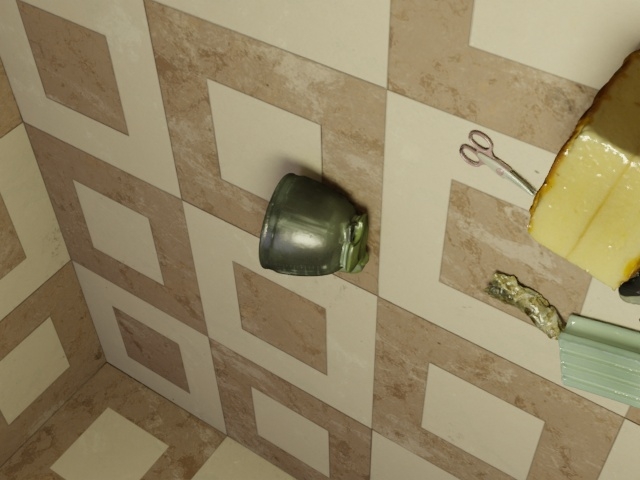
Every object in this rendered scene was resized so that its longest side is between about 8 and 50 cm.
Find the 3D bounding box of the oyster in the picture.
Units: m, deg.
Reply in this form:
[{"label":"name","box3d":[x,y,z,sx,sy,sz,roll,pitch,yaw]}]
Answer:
[{"label":"oyster","box3d":[0.448,0.142,1.886,0.200,0.061,0.106,21,140,29]}]

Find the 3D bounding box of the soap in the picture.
[{"label":"soap","box3d":[0.642,0.265,1.804,0.265,0.087,0.160,15,137,34]}]

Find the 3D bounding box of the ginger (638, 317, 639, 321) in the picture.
[{"label":"ginger","box3d":[0.706,0.161,1.633,0.204,0.080,0.104,4,136,40]}]

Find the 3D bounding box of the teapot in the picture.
[{"label":"teapot","box3d":[-0.008,0.012,2.054,0.239,0.239,0.321,17,135,12]}]

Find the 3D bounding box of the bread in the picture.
[{"label":"bread","box3d":[0.492,-0.113,1.367,0.207,0.279,0.279,33,146,14]}]

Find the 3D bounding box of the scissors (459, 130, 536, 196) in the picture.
[{"label":"scissors","box3d":[0.354,-0.143,1.700,0.176,0.022,0.085,40,143,9]}]

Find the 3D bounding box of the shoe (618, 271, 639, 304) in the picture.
[{"label":"shoe","box3d":[0.625,0.058,1.615,0.169,0.071,0.099,-21,109,49]}]
